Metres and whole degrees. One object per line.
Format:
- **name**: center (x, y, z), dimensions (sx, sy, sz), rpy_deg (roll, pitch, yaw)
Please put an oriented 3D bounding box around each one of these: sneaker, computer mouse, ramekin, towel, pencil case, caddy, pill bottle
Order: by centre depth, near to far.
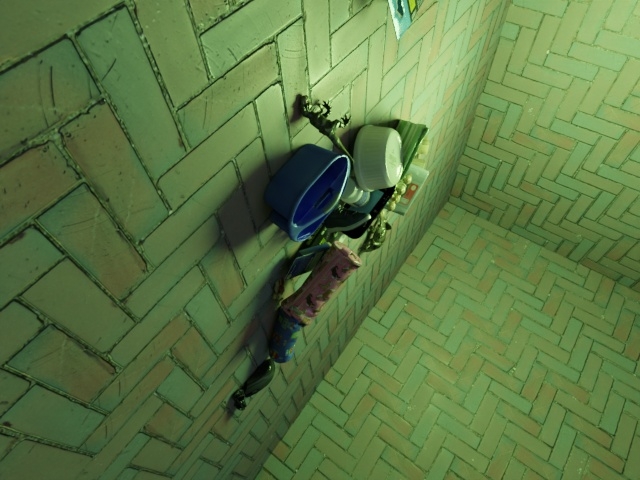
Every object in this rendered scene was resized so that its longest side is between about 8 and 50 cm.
- **caddy**: center (-0.027, -0.154, 1.384), dimensions (0.341, 0.179, 0.241), rpy_deg (-51, 156, -23)
- **sneaker**: center (0.078, -0.121, 1.623), dimensions (0.086, 0.226, 0.164), rpy_deg (-38, 110, -42)
- **ramekin**: center (0.245, -0.336, 1.703), dimensions (0.272, 0.127, 0.273), rpy_deg (-10, 102, -60)
- **pencil case**: center (0.005, 0.178, 1.747), dimensions (0.386, 0.160, 0.167), rpy_deg (-49, -158, 12)
- **pill bottle**: center (0.135, -0.208, 1.772), dimensions (0.112, 0.111, 0.186), rpy_deg (-62, 159, 6)
- **towel**: center (0.371, -0.419, 1.892), dimensions (0.325, 0.038, 0.248), rpy_deg (-110, -138, -67)
- **pencil case**: center (-0.151, 0.427, 1.927), dimensions (0.133, 0.119, 0.306), rpy_deg (-9, 129, -37)
- **sneaker**: center (0.098, -0.040, 1.981), dimensions (0.212, 0.080, 0.094), rpy_deg (-58, 172, 14)
- **computer mouse**: center (-0.299, 0.689, 2.001), dimensions (0.272, 0.072, 0.189), rpy_deg (-46, 154, -34)

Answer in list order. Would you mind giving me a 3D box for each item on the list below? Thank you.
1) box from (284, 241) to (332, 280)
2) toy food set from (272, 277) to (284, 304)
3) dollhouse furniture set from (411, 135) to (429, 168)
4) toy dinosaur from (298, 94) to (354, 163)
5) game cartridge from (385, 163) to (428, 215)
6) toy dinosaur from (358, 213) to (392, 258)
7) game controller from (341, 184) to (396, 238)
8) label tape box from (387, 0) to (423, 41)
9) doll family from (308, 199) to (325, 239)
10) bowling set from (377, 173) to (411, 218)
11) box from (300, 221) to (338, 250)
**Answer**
- **box**: center (-0.056, 0.085, 1.730), dimensions (0.225, 0.036, 0.137), rpy_deg (-17, 145, -47)
- **toy food set**: center (-0.173, 0.202, 1.736), dimensions (0.078, 0.019, 0.122), rpy_deg (-33, 138, -51)
- **dollhouse furniture set**: center (0.470, -0.488, 2.263), dimensions (0.356, 0.173, 0.304), rpy_deg (-76, 172, -48)
- **toy dinosaur**: center (0.032, -0.367, 1.309), dimensions (0.268, 0.064, 0.118), rpy_deg (40, 61, -29)
- **game cartridge**: center (0.411, -0.274, 2.187), dimensions (0.060, 0.195, 0.294), rpy_deg (-69, -179, -50)
- **toy dinosaur**: center (0.335, -0.006, 2.478), dimensions (0.160, 0.120, 0.314), rpy_deg (5, 110, -52)
- **game controller**: center (0.199, -0.158, 1.869), dimensions (0.319, 0.166, 0.067), rpy_deg (-54, 138, 0)
- **label tape box**: center (0.265, -0.836, 1.263), dimensions (0.348, 0.115, 0.249), rpy_deg (-59, 159, 3)
- **doll family**: center (-0.038, -0.087, 1.575), dimensions (0.076, 0.111, 0.193), rpy_deg (41, 85, -31)
- **bowling set**: center (0.337, -0.214, 2.042), dimensions (0.287, 0.154, 0.200), rpy_deg (-60, -168, 18)
- **box**: center (0.000, 0.000, 1.828), dimensions (0.184, 0.045, 0.191), rpy_deg (-57, 158, -11)
